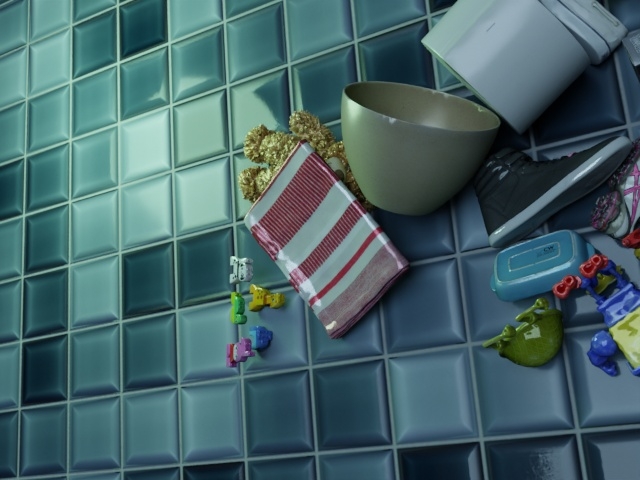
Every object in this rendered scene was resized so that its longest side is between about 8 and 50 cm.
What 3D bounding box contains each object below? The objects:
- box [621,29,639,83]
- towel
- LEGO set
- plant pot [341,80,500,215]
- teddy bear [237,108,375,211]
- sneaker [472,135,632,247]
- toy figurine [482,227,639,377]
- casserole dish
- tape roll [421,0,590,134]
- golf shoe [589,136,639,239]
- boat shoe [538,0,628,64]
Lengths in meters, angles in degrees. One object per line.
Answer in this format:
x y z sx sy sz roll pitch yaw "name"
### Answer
0.608 -0.316 1.269 0.231 0.183 0.056 -27 67 22 "box"
0.000 0.000 1.562 0.329 0.037 0.237 51 123 18 "towel"
-0.126 0.143 1.644 0.093 0.087 0.227 -12 72 43 "LEGO set"
0.163 -0.157 1.467 0.284 0.284 0.191 28 119 32 "plant pot"
-0.037 -0.145 1.648 0.338 0.113 0.245 29 96 32 "teddy bear"
0.376 -0.122 1.380 0.295 0.104 0.147 -40 63 35 "sneaker"
0.465 0.146 1.251 0.362 0.191 0.217 -43 66 16 "toy figurine"
0.371 0.038 1.379 0.188 0.037 0.114 -20 38 27 "casserole dish"
0.320 -0.326 1.404 0.169 0.246 0.246 -46 61 12 "tape roll"
0.521 -0.086 1.346 0.086 0.067 0.186 27 84 -5 "golf shoe"
0.427 -0.432 1.431 0.088 0.096 0.267 -43 76 -1 "boat shoe"
